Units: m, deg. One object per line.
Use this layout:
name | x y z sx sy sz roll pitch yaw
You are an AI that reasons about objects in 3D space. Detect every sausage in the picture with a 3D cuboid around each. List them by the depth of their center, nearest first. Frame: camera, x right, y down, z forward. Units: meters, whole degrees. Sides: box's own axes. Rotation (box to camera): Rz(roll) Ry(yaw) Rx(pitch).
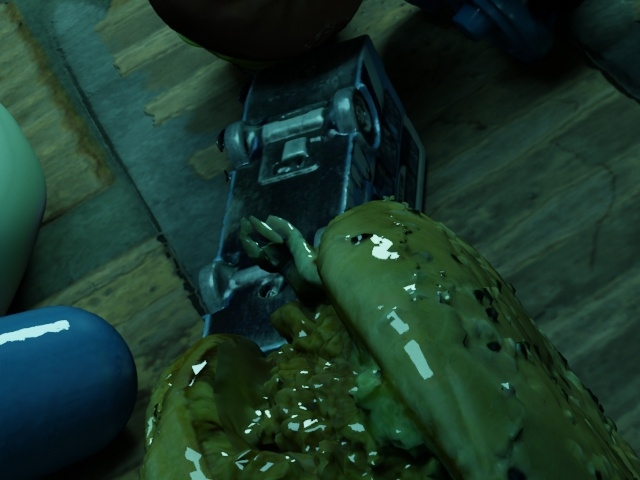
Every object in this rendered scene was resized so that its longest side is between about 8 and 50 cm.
sausage | -0.053 -0.204 1.349 0.152 0.152 0.280 -35 17 -7

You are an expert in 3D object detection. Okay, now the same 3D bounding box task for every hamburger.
hamburger | 0.049 0.126 0.952 0.195 0.277 0.318 -36 41 6

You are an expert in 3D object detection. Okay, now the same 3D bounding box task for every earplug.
earplug | -0.241 0.117 1.221 0.273 0.132 0.132 -17 27 -33

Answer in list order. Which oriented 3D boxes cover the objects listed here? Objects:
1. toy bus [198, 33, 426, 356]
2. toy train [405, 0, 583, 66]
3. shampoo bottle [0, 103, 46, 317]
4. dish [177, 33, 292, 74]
toy bus | 0.000 0.000 1.241 0.106 0.131 0.297 -16 39 20
toy train | 0.088 -0.285 1.381 0.188 0.265 0.300 -46 35 -3
shampoo bottle | -0.327 0.045 1.395 0.222 0.151 0.349 -8 42 17
dish | -0.045 -0.190 1.536 0.149 0.080 0.207 -3 46 20
